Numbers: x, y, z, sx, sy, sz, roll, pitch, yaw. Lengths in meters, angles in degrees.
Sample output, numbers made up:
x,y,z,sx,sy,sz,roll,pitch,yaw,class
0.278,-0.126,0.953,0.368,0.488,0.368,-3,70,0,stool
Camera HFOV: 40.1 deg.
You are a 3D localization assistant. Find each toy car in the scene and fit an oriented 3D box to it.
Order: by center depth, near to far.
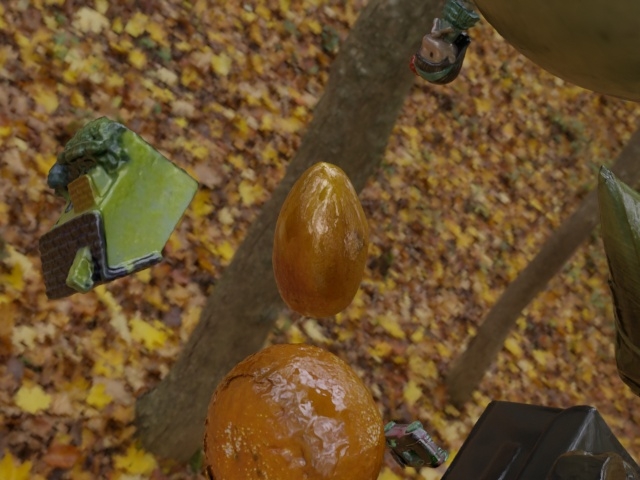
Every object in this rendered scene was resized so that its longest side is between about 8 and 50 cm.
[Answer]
x,y,z,sx,sy,sz,roll,pitch,yaw,class
0.128,0.300,1.266,0.069,0.055,0.142,49,-24,-5,toy car

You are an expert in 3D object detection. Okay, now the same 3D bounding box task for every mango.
x,y,z,sx,sy,sz,roll,pitch,yaw,class
0.000,0.000,1.350,0.154,0.252,0.126,-10,28,-30,mango

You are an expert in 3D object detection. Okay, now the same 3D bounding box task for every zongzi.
x,y,z,sx,sy,sz,roll,pitch,yaw,class
0.157,0.024,0.320,0.104,0.113,0.052,11,47,37,zongzi

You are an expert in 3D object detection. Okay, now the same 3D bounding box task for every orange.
x,y,z,sx,sy,sz,roll,pitch,yaw,class
-0.024,0.201,0.888,0.161,0.193,0.193,-2,44,-51,orange

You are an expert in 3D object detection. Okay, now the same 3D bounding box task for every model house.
x,y,z,sx,sy,sz,roll,pitch,yaw,class
-0.306,-0.019,1.166,0.170,0.194,0.211,40,55,-27,model house

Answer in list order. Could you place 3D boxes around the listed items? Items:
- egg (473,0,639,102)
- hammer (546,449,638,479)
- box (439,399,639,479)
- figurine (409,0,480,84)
x,y,z,sx,sy,sz,roll,pitch,yaw,class
0.277,-0.268,0.630,0.345,0.345,0.428,23,4,-32,egg
0.198,0.371,0.612,0.168,0.044,0.440,24,63,-56,hammer
0.295,0.437,1.228,0.251,0.345,0.204,48,-25,-18,box
0.128,-0.209,0.886,0.047,0.106,0.060,6,30,-37,figurine
